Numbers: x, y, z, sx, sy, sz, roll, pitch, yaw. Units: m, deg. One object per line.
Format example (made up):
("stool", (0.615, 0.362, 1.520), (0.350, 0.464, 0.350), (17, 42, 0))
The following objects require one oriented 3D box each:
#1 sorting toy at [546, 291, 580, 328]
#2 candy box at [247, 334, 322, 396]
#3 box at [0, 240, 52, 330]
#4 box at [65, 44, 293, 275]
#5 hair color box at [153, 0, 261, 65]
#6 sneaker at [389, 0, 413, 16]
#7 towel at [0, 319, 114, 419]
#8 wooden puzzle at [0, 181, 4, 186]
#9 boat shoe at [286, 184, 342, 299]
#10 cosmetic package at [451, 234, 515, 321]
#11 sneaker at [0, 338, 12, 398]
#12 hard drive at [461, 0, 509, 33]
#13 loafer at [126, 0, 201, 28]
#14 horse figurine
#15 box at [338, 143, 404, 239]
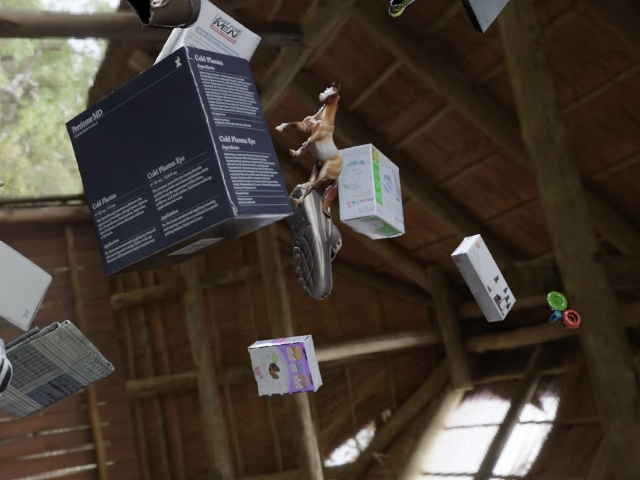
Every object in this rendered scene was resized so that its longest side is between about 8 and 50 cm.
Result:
("sorting toy", (0.572, 0.175, 1.887), (0.102, 0.061, 0.042), (52, -32, 17))
("candy box", (-0.111, 0.390, 2.452), (0.070, 0.196, 0.165), (-32, 111, -66))
("box", (-0.691, 0.093, 1.597), (0.232, 0.148, 0.127), (-2, -124, 33))
("box", (-0.267, -0.137, 1.467), (0.343, 0.179, 0.312), (-21, -98, 32))
("hair color box", (-0.327, -0.396, 1.979), (0.374, 0.185, 0.113), (-62, -155, -7))
("sneaker", (0.161, -0.464, 1.500), (0.031, 0.083, 0.035), (36, -3, 13))
("towel", (-0.771, 0.353, 2.157), (0.056, 0.312, 0.324), (61, -3, 34))
("wooden puzzle", (-0.992, -0.162, 2.067), (0.238, 0.221, 0.044), (30, -57, 25))
("boat shoe", (0.000, 0.000, 2.195), (0.132, 0.130, 0.355), (-43, -134, 45))
("cosmetic package", (0.475, 0.110, 2.283), (0.060, 0.099, 0.239), (-17, -69, 44))
("sneaker", (-0.633, 0.277, 1.455), (0.229, 0.086, 0.132), (-55, -148, 14))
("hard drive", (0.298, -0.436, 1.344), (0.022, 0.094, 0.135), (35, -95, 38))
("loafer", (-0.388, -0.557, 1.541), (0.366, 0.130, 0.134), (46, -43, 10))
("horse figurine", (-0.005, -0.184, 1.696), (0.066, 0.174, 0.263), (10, -54, 40))
("box", (0.155, -0.145, 2.468), (0.262, 0.126, 0.231), (28, 55, -62))
